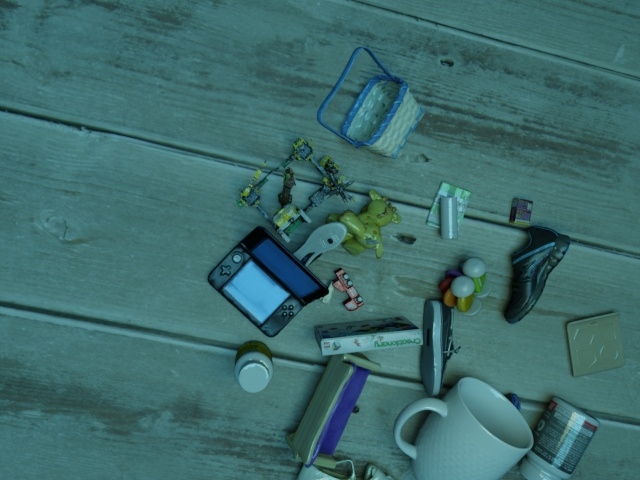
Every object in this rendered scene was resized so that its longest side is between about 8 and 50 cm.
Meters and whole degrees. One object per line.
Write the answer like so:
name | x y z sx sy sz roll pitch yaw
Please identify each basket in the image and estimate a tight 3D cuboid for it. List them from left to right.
basket | 0.146 -0.388 1.602 0.289 0.201 0.254 34 89 -39

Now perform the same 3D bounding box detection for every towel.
towel | 0.421 -0.105 1.761 0.113 0.023 0.152 19 92 -9

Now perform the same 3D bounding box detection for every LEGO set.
LEGO set | -0.079 -0.149 1.613 0.331 0.192 0.255 -34 97 -3

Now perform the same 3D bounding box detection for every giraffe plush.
giraffe plush | 0.149 -0.063 1.670 0.170 0.210 0.181 -52 131 -24

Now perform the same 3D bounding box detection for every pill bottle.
pill bottle | -0.202 0.383 1.630 0.118 0.208 0.117 -1 94 -7
pill bottle | 0.788 0.682 1.795 0.161 0.161 0.283 29 90 -8

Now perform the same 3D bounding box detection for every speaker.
speaker | 0.412 -0.072 1.725 0.055 0.055 0.136 -2 92 -7

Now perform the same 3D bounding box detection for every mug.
mug | 0.404 0.619 1.676 0.374 0.276 0.328 29 112 -12

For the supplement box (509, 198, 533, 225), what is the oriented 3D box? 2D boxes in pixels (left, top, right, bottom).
supplement box | 0.663 -0.094 1.781 0.055 0.043 0.083 8 94 -7

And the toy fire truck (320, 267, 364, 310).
toy fire truck | 0.039 0.158 1.723 0.135 0.047 0.192 -32 98 -3

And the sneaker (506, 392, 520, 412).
sneaker | 0.592 0.607 1.809 0.087 0.083 0.221 34 88 -3

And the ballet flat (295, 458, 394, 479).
ballet flat | 0.121 0.785 1.750 0.400 0.139 0.139 10 93 -7

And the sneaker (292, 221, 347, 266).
sneaker | 0.000 0.000 1.660 0.217 0.121 0.079 -37 95 23

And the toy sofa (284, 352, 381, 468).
toy sofa | 0.047 0.522 1.671 0.150 0.177 0.362 24 91 -26

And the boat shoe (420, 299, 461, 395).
boat shoe | 0.392 0.348 1.750 0.105 0.113 0.306 5 78 -13

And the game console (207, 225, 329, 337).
game console | -0.165 0.134 1.634 0.293 0.173 0.250 44 88 -7

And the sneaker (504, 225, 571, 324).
sneaker | 0.683 0.114 1.780 0.140 0.125 0.340 29 93 19

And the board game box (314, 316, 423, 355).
board game box | 0.142 0.293 1.673 0.305 0.193 0.053 -5 94 -6

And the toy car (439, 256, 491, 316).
toy car | 0.458 0.143 1.731 0.182 0.136 0.159 -51 135 -25

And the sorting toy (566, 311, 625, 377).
sorting toy | 0.946 0.357 1.856 0.193 0.038 0.208 -11 100 -6
